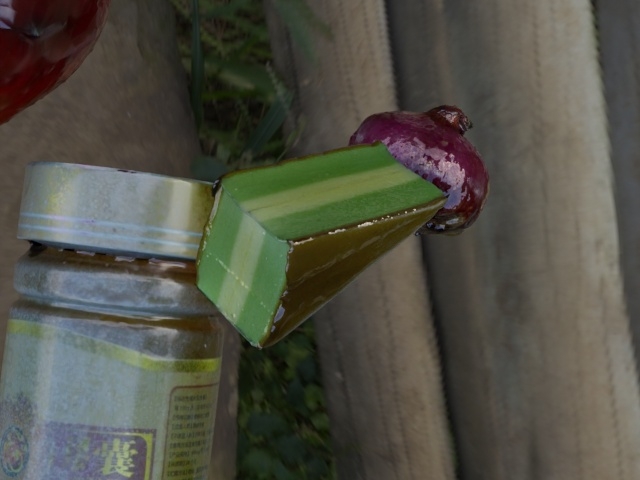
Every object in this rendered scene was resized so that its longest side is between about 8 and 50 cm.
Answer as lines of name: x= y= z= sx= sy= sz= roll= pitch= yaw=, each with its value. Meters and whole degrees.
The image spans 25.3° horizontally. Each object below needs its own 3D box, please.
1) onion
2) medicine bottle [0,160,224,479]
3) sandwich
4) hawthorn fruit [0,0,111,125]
onion: x=0.071 y=-0.052 z=0.999 sx=0.107 sy=0.107 sz=0.097 roll=32 pitch=92 yaw=-4
medicine bottle: x=-0.148 y=0.114 z=0.993 sx=0.151 sy=0.151 sz=0.323 roll=7 pitch=89 yaw=-5
sandwich: x=0.000 y=0.000 z=0.793 sx=0.116 sy=0.074 sz=0.074 roll=-16 pitch=134 yaw=-35
hawthorn fruit: x=-0.228 y=-0.190 z=0.880 sx=0.300 sy=0.254 sz=0.254 roll=-20 pitch=91 yaw=14
